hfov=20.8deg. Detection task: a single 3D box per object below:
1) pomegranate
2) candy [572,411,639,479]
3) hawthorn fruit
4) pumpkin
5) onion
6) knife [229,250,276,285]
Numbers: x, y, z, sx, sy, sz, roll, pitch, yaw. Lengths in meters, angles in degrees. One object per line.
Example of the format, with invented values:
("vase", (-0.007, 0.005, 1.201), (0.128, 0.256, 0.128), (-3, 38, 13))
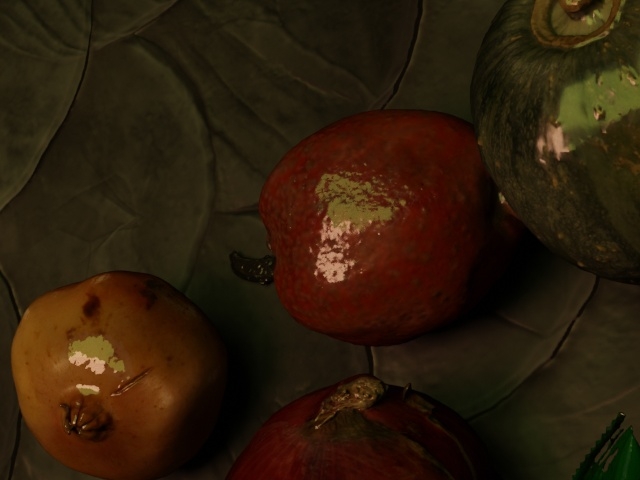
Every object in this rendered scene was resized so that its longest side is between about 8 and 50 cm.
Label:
("pomegranate", (-0.192, 0.129, 1.659), (0.209, 0.209, 0.209), (-14, 65, 32))
("candy", (0.238, 0.255, 1.349), (0.141, 0.078, 0.203), (-53, 44, 38))
("hawthorn fruit", (0.084, -0.013, 1.516), (0.262, 0.210, 0.210), (-7, 68, 26))
("pumpkin", (0.289, -0.126, 1.370), (0.327, 0.257, 0.291), (-32, 43, 30))
("onion", (0.023, 0.203, 1.451), (0.248, 0.248, 0.161), (-23, 94, 27))
("knife", (-0.001, 0.006, 1.682), (0.222, 0.021, 0.046), (-16, 61, 32))
